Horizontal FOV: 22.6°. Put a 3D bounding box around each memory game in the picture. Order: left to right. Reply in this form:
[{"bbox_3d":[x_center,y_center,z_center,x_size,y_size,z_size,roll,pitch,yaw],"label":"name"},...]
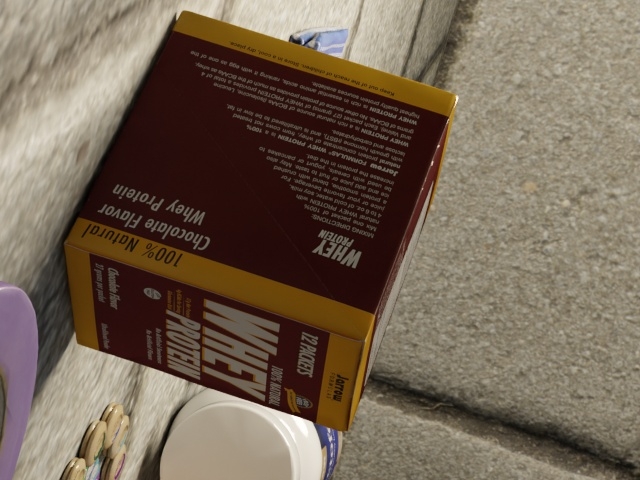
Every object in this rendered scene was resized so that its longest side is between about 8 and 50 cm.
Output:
[{"bbox_3d":[-0.184,0.214,1.222,0.186,0.012,0.186,18,90,-84],"label":"memory game"}]

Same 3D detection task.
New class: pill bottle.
[{"bbox_3d":[-0.067,0.207,1.555,0.265,0.153,0.153,-6,114,-83],"label":"pill bottle"}]

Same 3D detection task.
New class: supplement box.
[{"bbox_3d":[-0.037,-0.013,1.031,0.129,0.191,0.194,98,12,-58],"label":"supplement box"}]

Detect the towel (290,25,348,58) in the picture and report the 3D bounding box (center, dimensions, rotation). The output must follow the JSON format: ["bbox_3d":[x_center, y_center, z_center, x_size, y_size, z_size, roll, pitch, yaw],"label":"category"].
[{"bbox_3d":[-0.037,-0.048,1.602,0.243,0.040,0.336,-45,153,-77],"label":"towel"}]

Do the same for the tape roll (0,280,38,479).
[{"bbox_3d":[-0.183,0.094,0.613,0.189,0.080,0.189,19,90,-83],"label":"tape roll"}]
